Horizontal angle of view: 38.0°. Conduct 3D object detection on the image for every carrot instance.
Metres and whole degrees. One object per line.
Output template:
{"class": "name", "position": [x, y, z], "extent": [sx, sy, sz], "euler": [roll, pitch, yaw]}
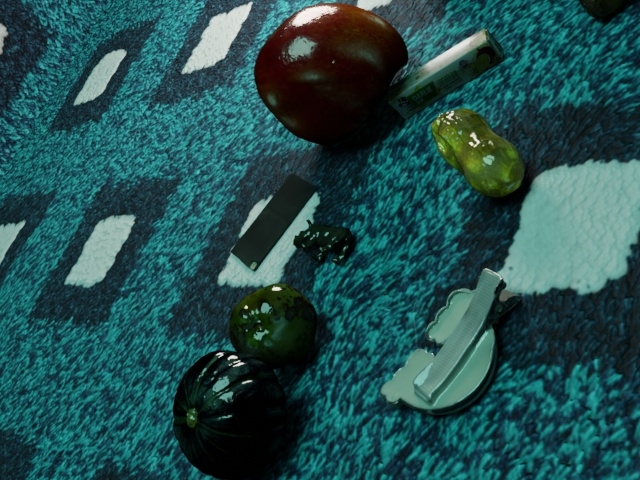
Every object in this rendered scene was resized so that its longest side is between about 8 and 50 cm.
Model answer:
{"class": "carrot", "position": [0.453, -0.384, 1.349], "extent": [0.161, 0.055, 0.055], "euler": [-34, 36, 14]}

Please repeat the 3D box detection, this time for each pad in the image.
{"class": "pad", "position": [-0.088, -0.037, 1.715], "extent": [0.193, 0.004, 0.116], "euler": [-53, 33, -2]}

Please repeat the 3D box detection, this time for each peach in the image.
{"class": "peach", "position": [0.017, -0.297, 1.631], "extent": [0.274, 0.245, 0.249], "euler": [-3, 82, 56]}

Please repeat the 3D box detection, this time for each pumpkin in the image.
{"class": "pumpkin", "position": [-0.133, 0.255, 1.353], "extent": [0.194, 0.150, 0.194], "euler": [-167, 90, -69]}

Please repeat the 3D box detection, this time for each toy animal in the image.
{"class": "toy animal", "position": [0.000, 0.000, 1.536], "extent": [0.135, 0.047, 0.065], "euler": [6, 58, 55]}

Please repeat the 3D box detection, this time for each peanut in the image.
{"class": "peanut", "position": [0.227, -0.130, 1.347], "extent": [0.087, 0.087, 0.207], "euler": [-46, 36, 9]}

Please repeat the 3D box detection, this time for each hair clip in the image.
{"class": "hair clip", "position": [0.171, 0.140, 1.189], "extent": [0.220, 0.054, 0.140], "euler": [-55, 37, 0]}

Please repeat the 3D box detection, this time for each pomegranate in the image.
{"class": "pomegranate", "position": [-0.077, 0.121, 1.437], "extent": [0.138, 0.125, 0.163], "euler": [-39, 34, 13]}

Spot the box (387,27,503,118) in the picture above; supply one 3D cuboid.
{"class": "box", "position": [0.205, -0.275, 1.544], "extent": [0.207, 0.050, 0.041], "euler": [-28, 38, 32]}
